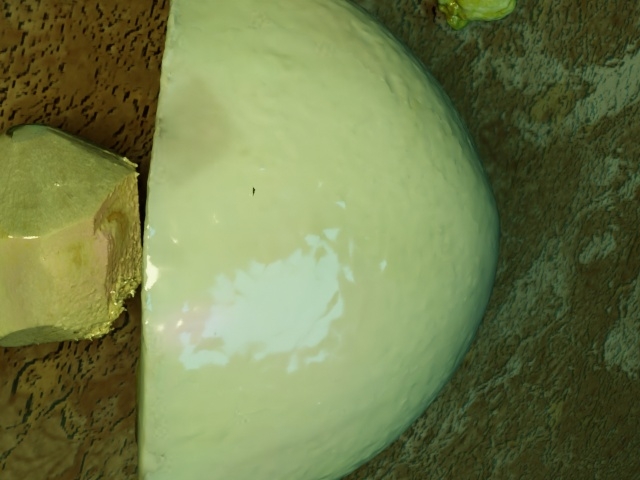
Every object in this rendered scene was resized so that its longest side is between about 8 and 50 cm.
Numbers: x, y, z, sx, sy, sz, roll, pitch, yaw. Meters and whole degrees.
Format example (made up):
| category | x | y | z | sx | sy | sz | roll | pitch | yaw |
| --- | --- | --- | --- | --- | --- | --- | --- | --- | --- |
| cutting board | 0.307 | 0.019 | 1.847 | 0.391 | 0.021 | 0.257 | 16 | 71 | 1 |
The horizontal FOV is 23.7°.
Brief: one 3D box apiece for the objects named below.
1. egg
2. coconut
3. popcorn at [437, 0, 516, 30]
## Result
| category | x | y | z | sx | sy | sz | roll | pitch | yaw |
| --- | --- | --- | --- | --- | --- | --- | --- | --- | --- |
| egg | 0.000 | 0.000 | 0.849 | 0.201 | 0.337 | 0.337 | 1 | 118 | -2 |
| coconut | -0.157 | -0.010 | 0.857 | 0.116 | 0.116 | 0.122 | -27 | 133 | -33 |
| popcorn | 0.107 | -0.179 | 1.079 | 0.059 | 0.068 | 0.083 | -36 | 166 | -15 |
